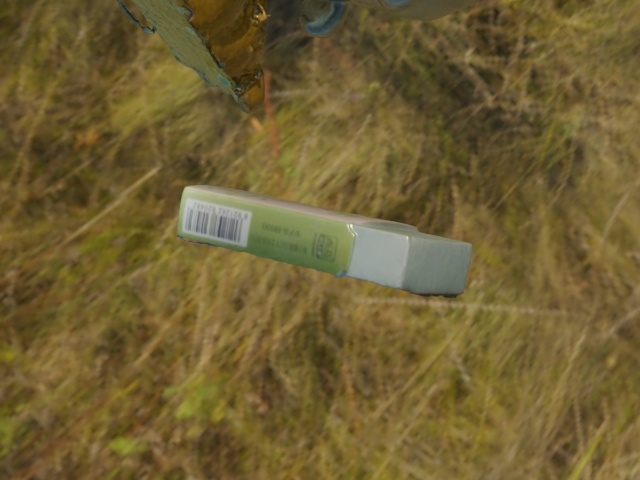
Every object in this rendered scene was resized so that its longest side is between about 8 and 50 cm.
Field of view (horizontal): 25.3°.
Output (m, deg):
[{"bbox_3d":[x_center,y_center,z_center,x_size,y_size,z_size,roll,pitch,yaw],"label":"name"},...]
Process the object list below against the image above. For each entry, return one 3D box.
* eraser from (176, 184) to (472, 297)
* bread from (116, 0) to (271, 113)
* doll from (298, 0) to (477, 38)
[{"bbox_3d":[0.000,0.000,0.420,0.083,0.038,0.019,12,92,36],"label":"eraser"},{"bbox_3d":[-0.080,-0.119,0.763,0.084,0.080,0.109,32,132,37],"label":"bread"},{"bbox_3d":[0.109,-0.271,0.854,0.247,0.349,0.247,37,159,17],"label":"doll"}]
